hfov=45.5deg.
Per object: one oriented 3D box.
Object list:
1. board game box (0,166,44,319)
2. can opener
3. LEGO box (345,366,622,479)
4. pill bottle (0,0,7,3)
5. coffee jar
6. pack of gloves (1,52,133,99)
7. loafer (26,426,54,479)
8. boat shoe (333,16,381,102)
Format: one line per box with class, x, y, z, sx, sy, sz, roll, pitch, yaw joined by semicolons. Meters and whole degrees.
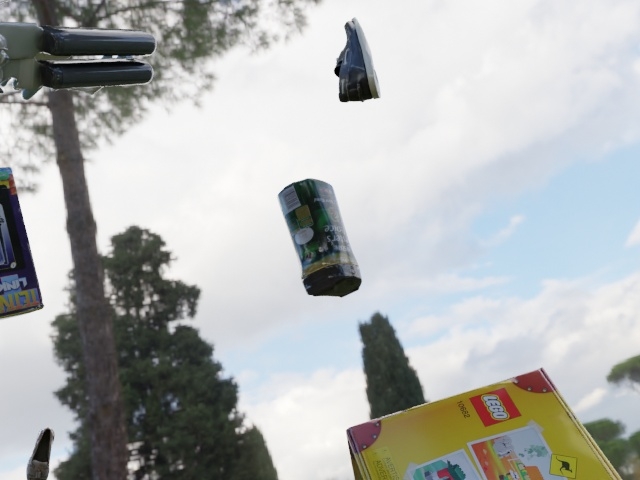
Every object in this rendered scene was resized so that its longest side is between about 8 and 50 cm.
board game box;-0.345;0.012;0.675;0.048;0.141;0.170;-14;-2;40
can opener;-0.313;-0.217;0.880;0.280;0.093;0.074;-16;-54;-50
LEGO box;0.291;0.477;1.182;0.372;0.500;0.193;-15;-53;-7
pill bottle;-0.445;-0.491;0.854;0.229;0.408;0.229;-29;9;5
coffee jar;0.000;0.000;1.192;0.079;0.185;0.096;-27;-19;28
pack of gloves;-0.427;-0.270;1.286;0.195;0.046;0.232;0;-7;-40
loafer;-0.561;0.436;1.530;0.045;0.125;0.039;12;-25;-17
boat shoe;0.058;-0.338;1.420;0.079;0.233;0.084;-17;-45;13
